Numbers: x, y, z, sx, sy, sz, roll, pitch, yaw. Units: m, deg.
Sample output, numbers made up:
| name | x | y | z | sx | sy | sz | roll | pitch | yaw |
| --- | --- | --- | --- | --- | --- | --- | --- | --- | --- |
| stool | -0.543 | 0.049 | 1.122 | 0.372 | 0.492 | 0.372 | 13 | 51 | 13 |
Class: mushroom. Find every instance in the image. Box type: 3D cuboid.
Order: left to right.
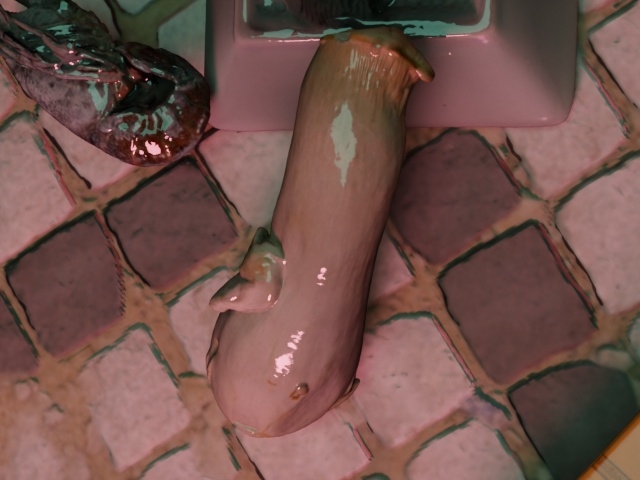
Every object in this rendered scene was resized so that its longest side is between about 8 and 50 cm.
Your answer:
| name | x | y | z | sx | sy | sz | roll | pitch | yaw |
| --- | --- | --- | --- | --- | --- | --- | --- | --- | --- |
| mushroom | -0.001 | 0.002 | 0.894 | 0.099 | 0.096 | 0.278 | 20 | 117 | 5 |

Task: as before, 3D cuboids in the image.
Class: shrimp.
| name | x | y | z | sx | sy | sz | roll | pitch | yaw |
| --- | --- | --- | --- | --- | --- | --- | --- | --- | --- |
| shrimp | -0.171 | -0.123 | 0.973 | 0.233 | 0.090 | 0.079 | 33 | 91 | 17 |

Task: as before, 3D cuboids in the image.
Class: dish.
| name | x | y | z | sx | sy | sz | roll | pitch | yaw |
| --- | --- | --- | --- | --- | --- | --- | --- | --- | --- |
| dish | 0.033 | -0.162 | 0.926 | 0.243 | 0.080 | 0.181 | 0 | 88 | 16 |

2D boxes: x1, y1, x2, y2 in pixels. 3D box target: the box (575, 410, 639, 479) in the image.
| name | x | y | z | sx | sy | sz | roll | pitch | yaw |
| --- | --- | --- | --- | --- | --- | --- | --- | --- | --- |
| box | 0.205 | 0.204 | 0.865 | 0.174 | 0.076 | 0.274 | 43 | 98 | 14 |
